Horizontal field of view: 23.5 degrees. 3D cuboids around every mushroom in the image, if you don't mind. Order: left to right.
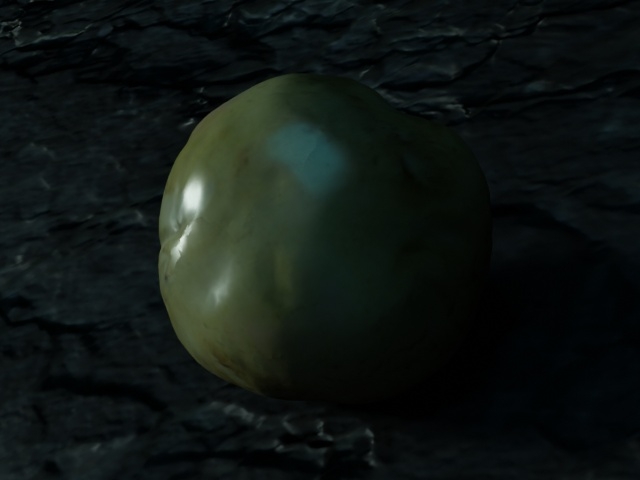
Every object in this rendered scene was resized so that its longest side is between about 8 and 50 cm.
[{"bbox_3d":[0.000,0.000,0.636,0.148,0.112,0.148,-10,69,27],"label":"mushroom"}]
